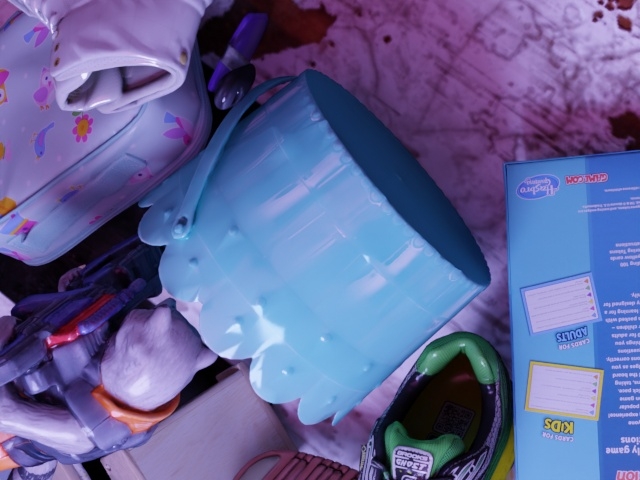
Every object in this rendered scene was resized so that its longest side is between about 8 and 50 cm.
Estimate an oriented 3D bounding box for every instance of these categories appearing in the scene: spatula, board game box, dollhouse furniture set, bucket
[{"bbox_3d":[-0.069,-0.144,1.171,0.030,0.296,0.084,27,102,-9],"label":"spatula"},{"bbox_3d":[0.286,0.094,1.138,0.254,0.079,0.336,-4,82,24],"label":"board game box"},{"bbox_3d":[-0.188,0.274,1.462,0.355,0.174,0.303,-33,89,50],"label":"dollhouse furniture set"},{"bbox_3d":[0.000,0.000,1.189,0.183,0.281,0.281,-40,86,13],"label":"bucket"}]

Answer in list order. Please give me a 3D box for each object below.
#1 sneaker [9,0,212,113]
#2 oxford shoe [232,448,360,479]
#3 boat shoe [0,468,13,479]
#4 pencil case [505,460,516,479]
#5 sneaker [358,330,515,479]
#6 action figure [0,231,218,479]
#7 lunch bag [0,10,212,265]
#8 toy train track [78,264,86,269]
[{"bbox_3d":[-0.221,-0.193,1.180,0.292,0.108,0.169,4,71,33],"label":"sneaker"},{"bbox_3d":[0.074,0.332,1.244,0.397,0.146,0.140,34,71,30],"label":"oxford shoe"},{"bbox_3d":[-0.377,0.302,1.434,0.156,0.136,0.367,-32,87,50],"label":"boat shoe"},{"bbox_3d":[0.225,0.300,1.252,0.273,0.124,0.113,43,104,7],"label":"pencil case"},{"bbox_3d":[0.062,0.226,1.135,0.134,0.146,0.343,11,64,22],"label":"sneaker"},{"bbox_3d":[-0.203,0.118,1.203,0.330,0.341,0.178,-25,100,42],"label":"action figure"},{"bbox_3d":[-0.233,-0.111,1.301,0.279,0.108,0.224,-33,58,28],"label":"lunch bag"},{"bbox_3d":[-0.226,0.044,1.438,0.083,0.014,0.048,-20,95,26],"label":"toy train track"}]
